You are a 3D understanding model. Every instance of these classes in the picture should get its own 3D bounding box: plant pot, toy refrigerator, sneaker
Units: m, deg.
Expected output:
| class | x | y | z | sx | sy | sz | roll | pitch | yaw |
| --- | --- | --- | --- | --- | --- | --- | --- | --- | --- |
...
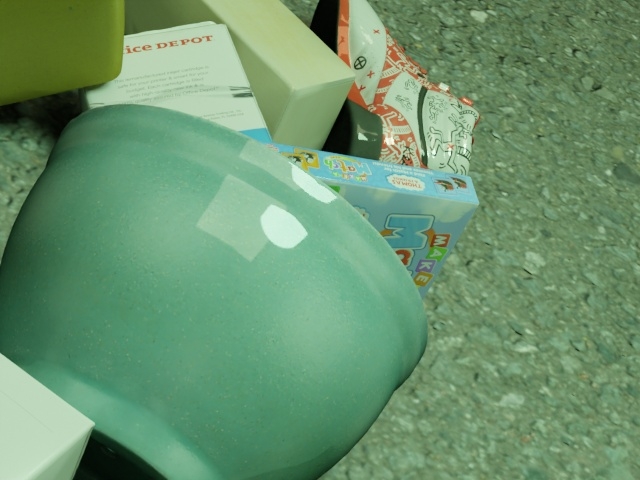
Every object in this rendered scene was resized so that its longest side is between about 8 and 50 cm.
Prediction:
| class | x | y | z | sx | sy | sz | roll | pitch | yaw |
| --- | --- | --- | --- | --- | --- | --- | --- | --- | --- |
| plant pot | -0.260 | -0.230 | 1.263 | 0.212 | 0.187 | 0.212 | -12 | 43 | -1 |
| toy refrigerator | -0.093 | -0.196 | 1.464 | 0.094 | 0.102 | 0.269 | -18 | 55 | -43 |
| sneaker | 0.073 | -0.149 | 1.519 | 0.145 | 0.090 | 0.270 | 12 | 43 | -20 |
| plant pot | -0.101 | 0.082 | 1.015 | 0.293 | 0.293 | 0.196 | 29 | 61 | 3 |

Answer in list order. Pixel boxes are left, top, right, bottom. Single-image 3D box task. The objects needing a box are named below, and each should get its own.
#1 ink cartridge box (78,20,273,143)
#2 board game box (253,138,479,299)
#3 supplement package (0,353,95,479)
| class | x | y | z | sx | sy | sz | roll | pitch | yaw |
| --- | --- | --- | --- | --- | --- | --- | --- | --- | --- |
| ink cartridge box | -0.124 | -0.091 | 1.306 | 0.139 | 0.082 | 0.191 | -11 | 46 | -12 |
| board game box | 0.000 | 0.000 | 1.238 | 0.211 | 0.160 | 0.039 | 8 | 42 | -23 |
| supplement package | -0.295 | 0.177 | 0.841 | 0.177 | 0.175 | 0.293 | 34 | 37 | 12 |
